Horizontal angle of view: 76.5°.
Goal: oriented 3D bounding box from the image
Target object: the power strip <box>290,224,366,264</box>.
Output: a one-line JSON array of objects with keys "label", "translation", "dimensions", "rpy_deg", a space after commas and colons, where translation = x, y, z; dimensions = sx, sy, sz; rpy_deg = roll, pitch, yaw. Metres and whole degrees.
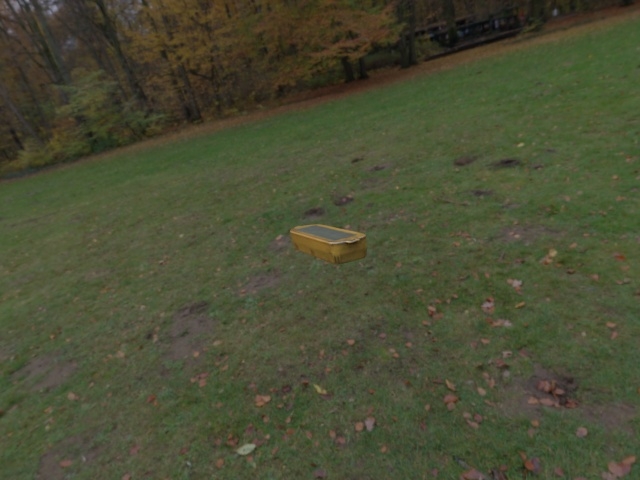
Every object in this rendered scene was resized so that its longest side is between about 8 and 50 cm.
[{"label": "power strip", "translation": [0.000, 0.000, 0.533], "dimensions": [0.049, 0.028, 0.178], "rpy_deg": [-14, 14, -24]}]
